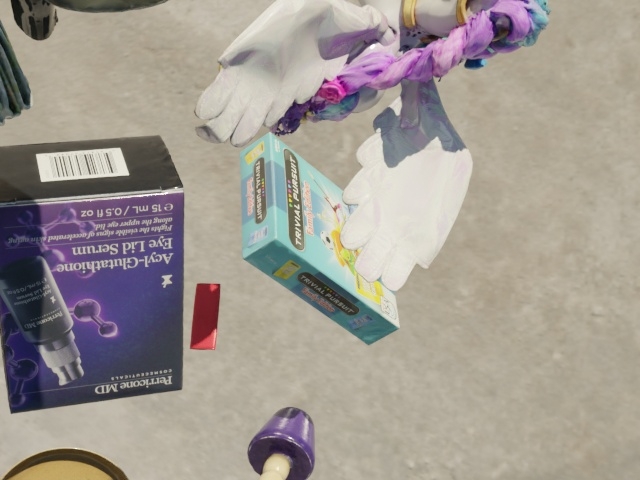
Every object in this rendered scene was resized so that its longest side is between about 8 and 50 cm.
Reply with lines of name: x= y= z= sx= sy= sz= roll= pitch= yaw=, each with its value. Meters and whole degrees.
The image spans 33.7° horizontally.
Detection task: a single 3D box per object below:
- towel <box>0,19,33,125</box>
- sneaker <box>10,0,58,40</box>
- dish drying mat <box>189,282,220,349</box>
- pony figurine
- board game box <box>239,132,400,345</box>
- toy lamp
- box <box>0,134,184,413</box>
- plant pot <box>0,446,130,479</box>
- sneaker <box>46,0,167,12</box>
towel: x=-0.606 y=-0.332 z=1.517 sx=0.090 sy=0.374 sz=0.321 roll=-55 pitch=148 yaw=-31
sneaker: x=-0.383 y=-0.373 z=1.366 sx=0.083 sy=0.118 sz=0.222 roll=-3 pitch=61 yaw=-14
dish drying mat: x=-0.141 y=0.093 z=1.293 sx=0.032 sy=0.008 sz=0.083 roll=2 pitch=72 yaw=3
pony figurine: x=0.040 y=-0.176 z=1.059 sx=0.303 sy=0.363 sz=0.351 roll=42 pitch=81 yaw=-31
board game box: x=0.000 y=0.000 z=1.871 sx=0.336 sy=0.079 sz=0.254 roll=37 pitch=33 yaw=-37
toy lamp: x=-0.062 y=0.279 z=1.096 sx=0.080 sy=0.080 sz=0.275 roll=57 pitch=30 yaw=-21
box: x=-0.198 y=0.028 z=0.893 sx=0.153 sy=0.108 sz=0.207 roll=-7 pitch=122 yaw=-17
plant pot: x=-0.404 y=0.433 z=1.664 sx=0.236 sy=0.032 sz=0.236 roll=-2 pitch=101 yaw=-12
sneaker: x=-0.158 y=-0.306 z=0.489 sx=0.158 sy=0.182 sz=0.411 roll=-16 pitch=103 yaw=-25
